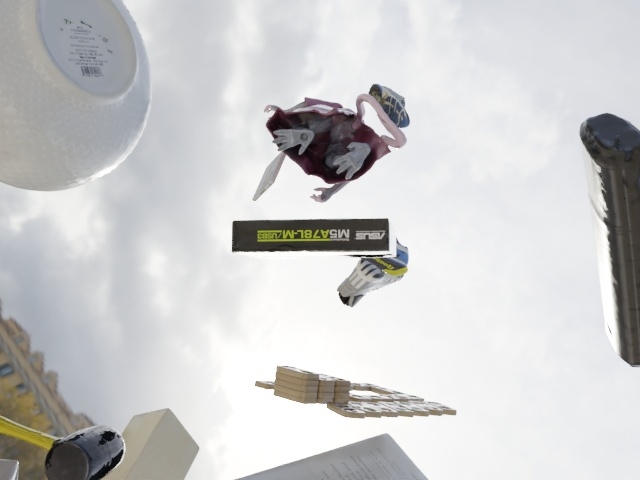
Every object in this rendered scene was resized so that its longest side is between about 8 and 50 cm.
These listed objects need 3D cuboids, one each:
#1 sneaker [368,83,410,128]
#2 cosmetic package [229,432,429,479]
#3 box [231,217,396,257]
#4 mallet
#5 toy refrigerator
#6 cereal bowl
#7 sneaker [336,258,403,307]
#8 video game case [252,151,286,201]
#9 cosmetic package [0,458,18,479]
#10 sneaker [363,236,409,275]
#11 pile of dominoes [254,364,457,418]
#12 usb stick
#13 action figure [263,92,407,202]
[{"bbox_3d":[0.151,-0.271,1.529,0.135,0.058,0.052,59,-42,38],"label":"sneaker"},{"bbox_3d":[-0.048,0.394,0.905,0.161,0.453,0.230,46,-66,29],"label":"cosmetic package"},{"bbox_3d":[0.000,0.000,0.951,0.184,0.190,0.045,2,-93,7],"label":"box"},{"bbox_3d":[-0.238,0.139,0.581,0.189,0.062,0.039,16,-90,19],"label":"mallet"},{"bbox_3d":[-0.302,0.401,1.202,0.094,0.270,0.102,-18,-64,28],"label":"toy refrigerator"},{"bbox_3d":[-0.342,-0.239,0.984,0.141,0.339,0.339,-14,-81,32],"label":"cereal bowl"},{"bbox_3d":[0.102,0.095,1.765,0.132,0.228,0.086,-45,-109,18],"label":"sneaker"},{"bbox_3d":[-0.105,-0.137,1.595,0.011,0.087,0.122,28,-24,-13],"label":"video game case"},{"bbox_3d":[-0.323,0.289,0.611,0.238,0.107,0.127,-115,-147,-71],"label":"cosmetic package"},{"bbox_3d":[0.098,0.006,1.350,0.144,0.059,0.053,34,-35,-19],"label":"sneaker"},{"bbox_3d":[0.054,0.196,1.023,0.195,0.251,0.040,5,-94,46],"label":"pile of dominoes"},{"bbox_3d":[0.270,0.010,0.680,0.077,0.045,0.278,-108,175,-50],"label":"usb stick"},{"bbox_3d":[0.028,-0.242,1.604,0.275,0.370,0.248,-34,-85,19],"label":"action figure"}]
